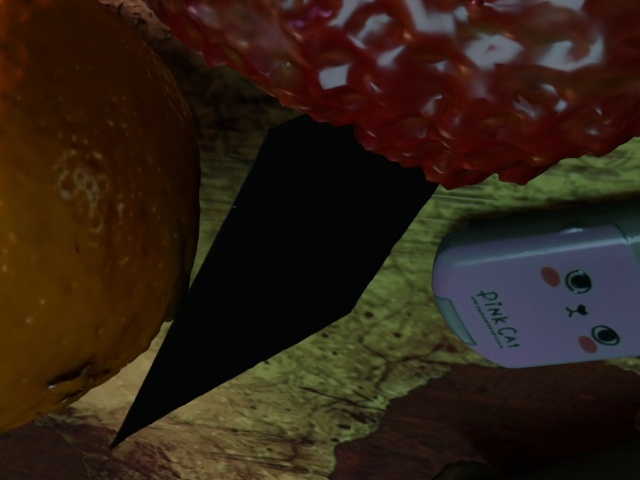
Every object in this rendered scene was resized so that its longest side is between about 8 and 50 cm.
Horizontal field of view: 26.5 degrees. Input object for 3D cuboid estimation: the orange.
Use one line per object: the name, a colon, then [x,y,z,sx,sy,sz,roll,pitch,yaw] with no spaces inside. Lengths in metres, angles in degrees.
orange: [-0.246,-0.037,0.846,0.341,0.340,0.293,-5,111,25]

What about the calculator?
calculator: [0.199,0.031,0.966,0.246,0.045,0.141,-8,133,27]

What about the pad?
pad: [0.000,0.000,0.884,0.007,0.248,0.367,51,142,15]

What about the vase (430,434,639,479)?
vase: [0.254,0.242,1.063,0.291,0.245,0.245,-30,121,31]

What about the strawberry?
strawberry: [0.048,-0.170,0.630,0.351,0.312,0.267,18,122,28]
